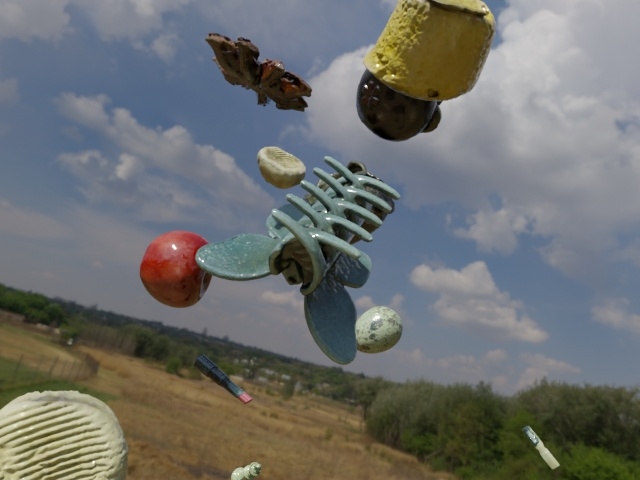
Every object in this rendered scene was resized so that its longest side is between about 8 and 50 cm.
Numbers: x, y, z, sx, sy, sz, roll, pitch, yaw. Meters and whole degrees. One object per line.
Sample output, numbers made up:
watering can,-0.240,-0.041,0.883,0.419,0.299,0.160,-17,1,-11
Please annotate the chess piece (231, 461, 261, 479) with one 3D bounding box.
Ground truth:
chess piece,-0.218,0.711,1.565,0.059,0.059,0.149,23,-44,-23

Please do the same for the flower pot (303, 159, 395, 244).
flower pot,0.106,-0.132,1.800,0.301,0.302,0.213,-7,-55,54

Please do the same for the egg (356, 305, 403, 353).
egg,0.169,0.273,1.549,0.132,0.172,0.132,47,-28,33

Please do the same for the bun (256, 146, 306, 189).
bun,-0.139,-0.232,1.706,0.183,0.102,0.183,24,27,-13

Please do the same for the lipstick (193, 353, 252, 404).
lipstick,-0.328,0.479,1.753,0.234,0.053,0.053,34,-13,12

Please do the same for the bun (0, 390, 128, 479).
bun,-0.391,0.331,0.746,0.220,0.221,0.134,22,-28,-19

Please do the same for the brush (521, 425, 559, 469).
brush,0.403,0.378,0.939,0.084,0.016,0.013,57,0,39

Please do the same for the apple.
apple,-0.476,0.098,1.713,0.216,0.261,0.260,17,-16,-1

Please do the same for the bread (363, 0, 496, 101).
bread,0.183,-0.326,0.850,0.197,0.197,0.171,17,-51,-3

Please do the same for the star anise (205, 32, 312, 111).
star anise,-0.142,-0.381,1.187,0.288,0.088,0.288,26,-10,5

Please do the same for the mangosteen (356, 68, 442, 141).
mangosteen,0.256,-0.445,1.572,0.287,0.288,0.233,11,-37,19

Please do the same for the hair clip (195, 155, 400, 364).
hair clip,0.000,0.000,1.070,0.392,0.318,0.238,35,-48,5
